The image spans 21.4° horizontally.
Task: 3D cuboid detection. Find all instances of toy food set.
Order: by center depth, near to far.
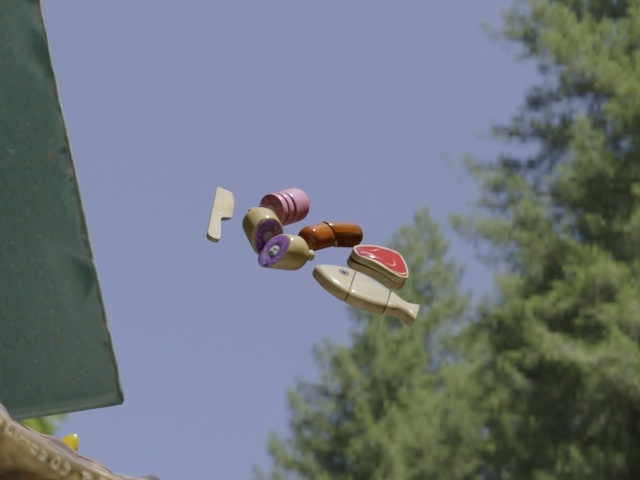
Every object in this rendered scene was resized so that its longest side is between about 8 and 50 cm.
[{"bbox_3d":[0.000,0.000,0.923,0.122,0.078,0.019,21,-61,-9],"label":"toy food set"}]

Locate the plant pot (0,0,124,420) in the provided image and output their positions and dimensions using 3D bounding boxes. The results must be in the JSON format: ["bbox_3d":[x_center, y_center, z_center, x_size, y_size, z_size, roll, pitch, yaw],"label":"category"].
[{"bbox_3d":[-0.264,-0.033,0.851,0.252,0.248,0.247,-15,-72,-13],"label":"plant pot"}]

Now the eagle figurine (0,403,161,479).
[{"bbox_3d":[-0.141,0.152,0.564,0.298,0.225,0.226,-44,-110,36],"label":"eagle figurine"}]
